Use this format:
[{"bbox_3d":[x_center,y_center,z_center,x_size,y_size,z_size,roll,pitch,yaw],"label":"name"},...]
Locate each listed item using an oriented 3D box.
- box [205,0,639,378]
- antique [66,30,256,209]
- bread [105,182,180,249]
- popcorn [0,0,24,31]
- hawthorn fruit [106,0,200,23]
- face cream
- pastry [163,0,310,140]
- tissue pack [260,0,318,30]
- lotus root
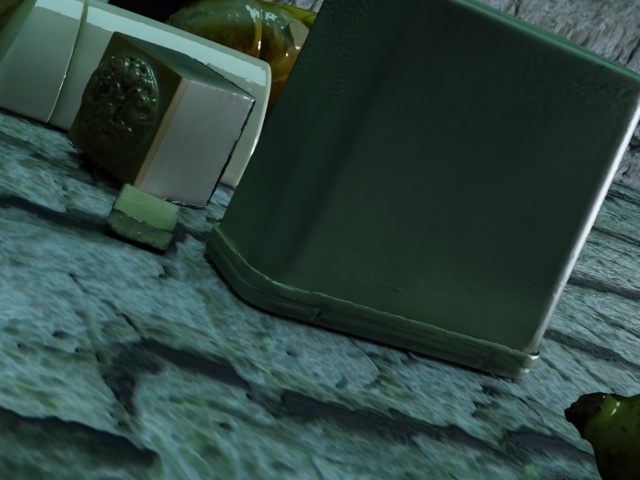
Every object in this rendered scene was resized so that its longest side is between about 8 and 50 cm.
[{"bbox_3d":[0.116,-0.070,1.429,0.352,0.344,0.177,18,15,-26],"label":"box"},{"bbox_3d":[-0.190,-0.137,1.617,0.146,0.152,0.148,34,13,38],"label":"antique"},{"bbox_3d":[-0.179,-0.025,1.438,0.068,0.028,0.154,22,11,-8],"label":"bread"},{"bbox_3d":[-0.487,-0.374,1.991,0.265,0.225,0.332,35,-10,0],"label":"popcorn"},{"bbox_3d":[-0.218,-0.284,2.097,0.215,0.215,0.249,30,3,29],"label":"hawthorn fruit"},{"bbox_3d":[-0.239,-0.200,1.768,0.348,0.174,0.081,19,-12,-21],"label":"face cream"},{"bbox_3d":[-0.119,-0.219,1.928,0.235,0.257,0.121,31,35,-31],"label":"pastry"},{"bbox_3d":[0.067,-0.223,2.283,0.382,0.228,0.293,11,14,-41],"label":"tissue pack"},{"bbox_3d":[0.322,0.196,1.169,0.260,0.128,0.145,27,22,24],"label":"lotus root"}]
